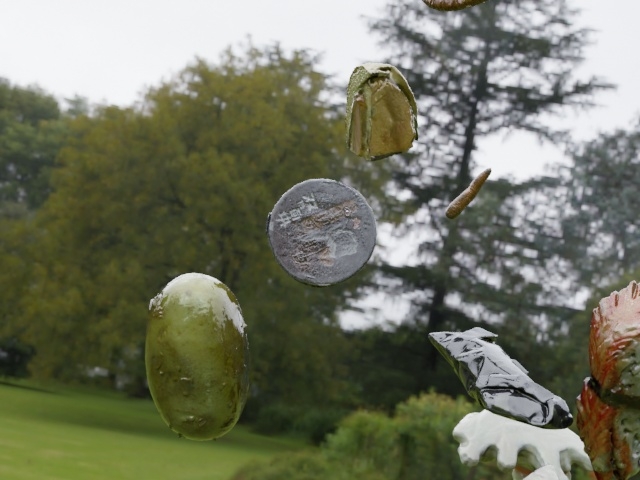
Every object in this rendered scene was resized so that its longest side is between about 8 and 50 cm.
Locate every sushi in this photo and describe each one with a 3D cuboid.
[{"bbox_3d":[0.470,0.216,1.479,0.130,0.332,0.124,-7,23,-17],"label":"sushi"}]

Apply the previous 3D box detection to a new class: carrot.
[{"bbox_3d":[0.366,-0.115,2.388,0.036,0.165,0.035,39,15,-12],"label":"carrot"}]

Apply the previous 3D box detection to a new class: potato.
[{"bbox_3d":[-0.205,0.196,1.628,0.173,0.307,0.210,0,28,6],"label":"potato"}]

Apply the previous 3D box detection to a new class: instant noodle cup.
[{"bbox_3d":[0.000,0.000,1.988,0.217,0.217,0.207,12,-10,1],"label":"instant noodle cup"}]

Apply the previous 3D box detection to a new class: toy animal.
[{"bbox_3d":[0.427,0.499,2.181,0.308,0.266,0.188,-18,-30,-33],"label":"toy animal"}]

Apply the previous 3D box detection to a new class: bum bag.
[{"bbox_3d":[0.294,0.232,1.650,0.144,0.095,0.340,7,18,-18],"label":"bum bag"}]

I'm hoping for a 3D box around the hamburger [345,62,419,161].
[{"bbox_3d":[0.127,-0.288,2.054,0.155,0.207,0.135,-21,31,-21],"label":"hamburger"}]

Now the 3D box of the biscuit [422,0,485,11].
[{"bbox_3d":[0.317,-0.562,1.886,0.305,0.305,0.038,4,-34,45],"label":"biscuit"}]

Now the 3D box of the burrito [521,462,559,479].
[{"bbox_3d":[0.418,0.564,1.834,0.143,0.299,0.105,-2,-45,-10],"label":"burrito"}]
